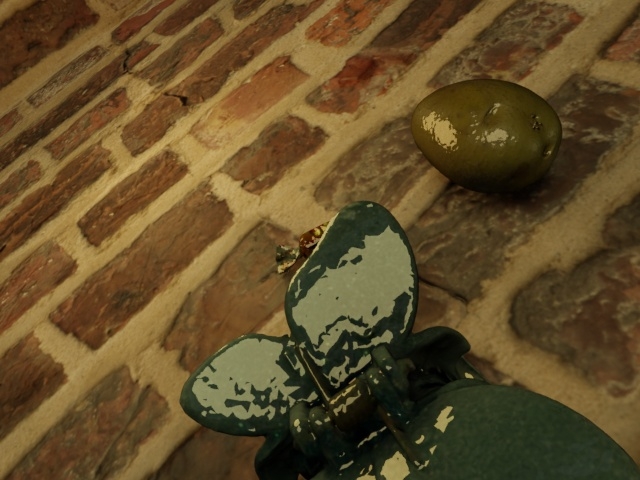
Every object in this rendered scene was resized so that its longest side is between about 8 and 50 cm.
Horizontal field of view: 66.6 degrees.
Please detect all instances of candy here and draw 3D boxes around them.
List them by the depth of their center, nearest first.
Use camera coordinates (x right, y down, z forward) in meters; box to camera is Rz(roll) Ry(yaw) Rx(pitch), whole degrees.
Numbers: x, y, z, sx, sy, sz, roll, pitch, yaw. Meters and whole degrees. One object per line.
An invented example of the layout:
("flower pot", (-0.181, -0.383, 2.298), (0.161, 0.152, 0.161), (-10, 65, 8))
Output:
("candy", (0.000, 0.000, 0.833), (0.182, 0.046, 0.053), (-26, 51, 2))

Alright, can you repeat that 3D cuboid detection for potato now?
("potato", (0.247, -0.171, 0.775), (0.174, 0.159, 0.251), (-26, 35, -26))

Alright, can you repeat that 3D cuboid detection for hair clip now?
("hair clip", (0.060, 0.207, 0.520), (0.318, 0.238, 0.392), (-36, 47, -3))
